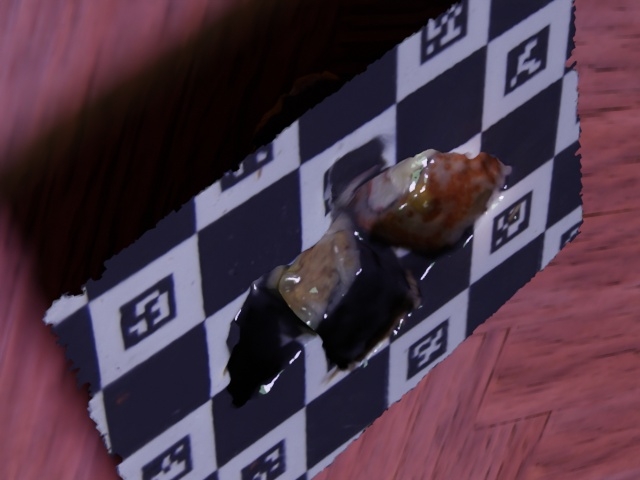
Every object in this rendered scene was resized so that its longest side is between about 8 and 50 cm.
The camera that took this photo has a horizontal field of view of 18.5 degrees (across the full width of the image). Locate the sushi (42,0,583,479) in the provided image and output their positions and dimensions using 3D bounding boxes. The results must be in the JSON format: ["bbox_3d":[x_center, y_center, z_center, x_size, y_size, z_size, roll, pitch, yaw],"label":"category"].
[{"bbox_3d":[0.000,0.000,0.656,0.210,0.040,0.192,-40,149,-18],"label":"sushi"}]
